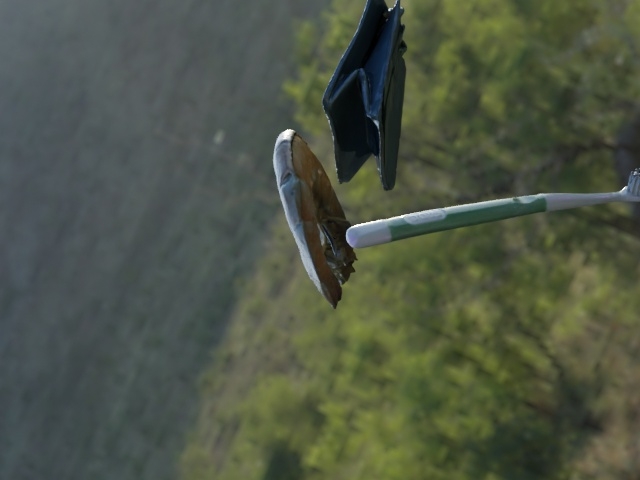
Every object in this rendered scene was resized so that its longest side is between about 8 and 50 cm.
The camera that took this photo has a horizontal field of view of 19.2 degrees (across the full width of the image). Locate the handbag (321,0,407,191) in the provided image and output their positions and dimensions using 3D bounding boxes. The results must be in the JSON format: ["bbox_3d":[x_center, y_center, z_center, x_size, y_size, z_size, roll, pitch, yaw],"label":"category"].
[{"bbox_3d":[0.053,-0.144,1.826,0.221,0.057,0.144,75,-151,-71],"label":"handbag"}]

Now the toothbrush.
[{"bbox_3d":[0.137,-0.023,1.313,0.018,0.257,0.024,-122,29,-45],"label":"toothbrush"}]

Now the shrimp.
[{"bbox_3d":[-0.002,0.000,1.702,0.251,0.052,0.143,55,-157,-59],"label":"shrimp"}]
